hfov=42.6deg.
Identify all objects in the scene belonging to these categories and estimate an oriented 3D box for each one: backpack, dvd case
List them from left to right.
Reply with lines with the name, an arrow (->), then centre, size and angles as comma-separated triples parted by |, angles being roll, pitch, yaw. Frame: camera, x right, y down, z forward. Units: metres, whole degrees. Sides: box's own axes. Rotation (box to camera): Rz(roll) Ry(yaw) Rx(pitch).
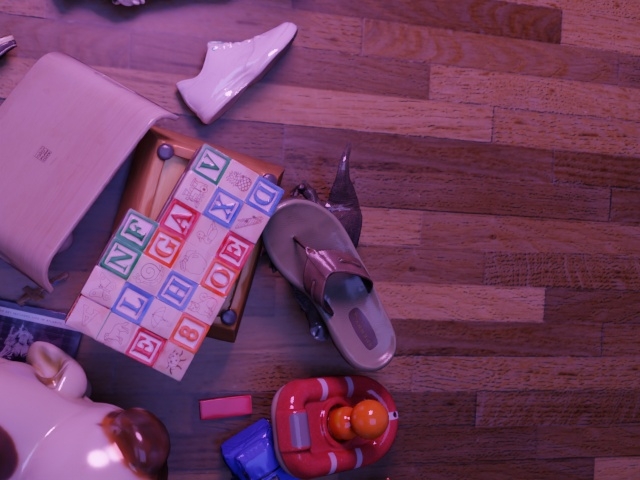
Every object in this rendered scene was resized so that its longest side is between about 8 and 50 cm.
dvd case -> -0.457, 0.203, 1.216 | 0.164, 0.018, 0.221 | 15, 88, -15
backpack -> -0.092, 0.362, 1.289 | 0.098, 0.101, 0.120 | -29, 101, -7

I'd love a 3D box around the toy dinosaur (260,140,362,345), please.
toy dinosaur -> 0.000, 0.000, 1.312 | 0.160, 0.121, 0.313 | 22, 81, -28

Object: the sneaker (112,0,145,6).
sneaker -> -0.254, -0.407, 1.222 | 0.292, 0.110, 0.118 | 2, 109, -17

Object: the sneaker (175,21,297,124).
sneaker -> -0.130, -0.282, 1.271 | 0.212, 0.080, 0.094 | -44, 91, -10

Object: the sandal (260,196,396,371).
sandal -> 0.028, 0.063, 1.215 | 0.120, 0.086, 0.303 | -38, 100, -12

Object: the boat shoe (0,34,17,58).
boat shoe -> -0.494, -0.237, 1.175 | 0.152, 0.056, 0.049 | -36, 106, -3

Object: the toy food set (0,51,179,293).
toy food set -> -0.372, -0.105, 1.167 | 0.220, 0.092, 0.306 | 31, 80, 20

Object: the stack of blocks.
stack of blocks -> -0.200, 0.018, 1.126 | 0.171, 0.087, 0.297 | 31, 83, -15

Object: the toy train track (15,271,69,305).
toy train track -> -0.411, 0.074, 1.220 | 0.083, 0.048, 0.014 | -35, 134, -27

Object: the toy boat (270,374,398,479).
toy boat -> 0.044, 0.281, 1.268 | 0.231, 0.151, 0.151 | 4, 74, -46

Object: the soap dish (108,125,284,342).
soap dish -> -0.193, -0.008, 1.236 | 0.229, 0.118, 0.291 | 17, 86, -16

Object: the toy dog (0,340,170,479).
toy dog -> -0.387, 0.250, 1.037 | 0.408, 0.395, 0.284 | 26, 76, -6

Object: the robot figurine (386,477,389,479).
robot figurine -> 0.103, 0.505, 1.337 | 0.128, 0.158, 0.219 | 29, 83, -44

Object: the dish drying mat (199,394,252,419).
dish drying mat -> -0.152, 0.267, 1.314 | 0.083, 0.008, 0.032 | -4, 92, -15
